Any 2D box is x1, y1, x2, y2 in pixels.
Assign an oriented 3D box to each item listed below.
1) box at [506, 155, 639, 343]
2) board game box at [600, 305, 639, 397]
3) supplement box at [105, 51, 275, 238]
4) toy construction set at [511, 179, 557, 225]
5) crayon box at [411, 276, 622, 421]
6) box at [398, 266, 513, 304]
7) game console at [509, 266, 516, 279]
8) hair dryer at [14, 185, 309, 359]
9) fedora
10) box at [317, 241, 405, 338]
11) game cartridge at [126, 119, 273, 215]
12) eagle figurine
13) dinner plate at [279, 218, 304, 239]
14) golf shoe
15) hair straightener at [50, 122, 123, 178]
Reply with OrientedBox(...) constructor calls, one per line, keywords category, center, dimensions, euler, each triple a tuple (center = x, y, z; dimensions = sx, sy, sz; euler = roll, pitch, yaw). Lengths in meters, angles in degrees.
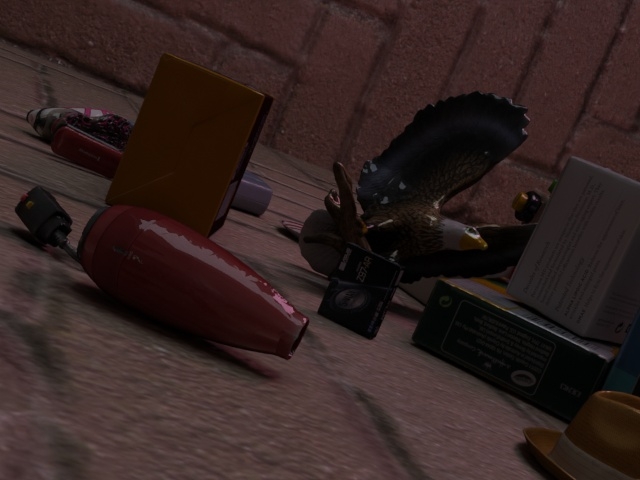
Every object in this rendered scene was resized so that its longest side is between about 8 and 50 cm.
OrientedBox(category="box", center=(0.342, 0.018, 1.186), dimensions=(0.181, 0.182, 0.119), euler=(14, 13, -45))
OrientedBox(category="board game box", center=(0.466, 0.150, 0.991), dimensions=(0.336, 0.254, 0.079), euler=(28, 9, 35))
OrientedBox(category="supplement box", center=(-0.156, -0.119, 1.275), dimensions=(0.129, 0.191, 0.194), euler=(23, 7, -1))
OrientedBox(category="toy construction set", center=(0.438, 0.020, 1.876), dimensions=(0.257, 0.237, 0.309), euler=(25, 7, 16))
OrientedBox(category="crayon box", center=(0.259, 0.122, 1.228), dimensions=(0.203, 0.083, 0.323), euler=(26, 9, 21))
OrientedBox(category="box", center=(0.162, 0.025, 1.523), dimensions=(0.094, 0.113, 0.275), euler=(20, 9, -29))
OrientedBox(category="game console", center=(0.441, 0.099, 1.511), dimensions=(0.341, 0.060, 0.386), euler=(15, -10, 0))
OrientedBox(category="hair dryer", center=(-0.110, 0.020, 0.867), dimensions=(0.223, 0.080, 0.293), euler=(17, 10, -41))
OrientedBox(category="fedora", center=(0.273, 0.182, 0.861), dimensions=(0.194, 0.079, 0.194), euler=(22, 7, -3))
OrientedBox(category="box", center=(0.043, 0.052, 1.073), dimensions=(0.067, 0.083, 0.018), euler=(26, 7, 18))
OrientedBox(category="game cartridge", center=(-0.205, -0.120, 1.679), dimensions=(0.198, 0.062, 0.297), euler=(23, 6, -33))
OrientedBox(category="eagle figurine", center=(0.141, -0.029, 1.279), dimensions=(0.298, 0.226, 0.225), euler=(-30, 65, -36))
OrientedBox(category="dinner plate", center=(0.000, 0.000, 1.570), dimensions=(0.141, 0.017, 0.141), euler=(23, 7, -3))
OrientedBox(category="golf shoe", center=(-0.359, -0.173, 1.533), dimensions=(0.086, 0.068, 0.186), euler=(25, 8, 24))
OrientedBox(category="hair straightener", center=(-0.264, -0.106, 1.414), dimensions=(0.230, 0.047, 0.089), euler=(20, 8, -22))
